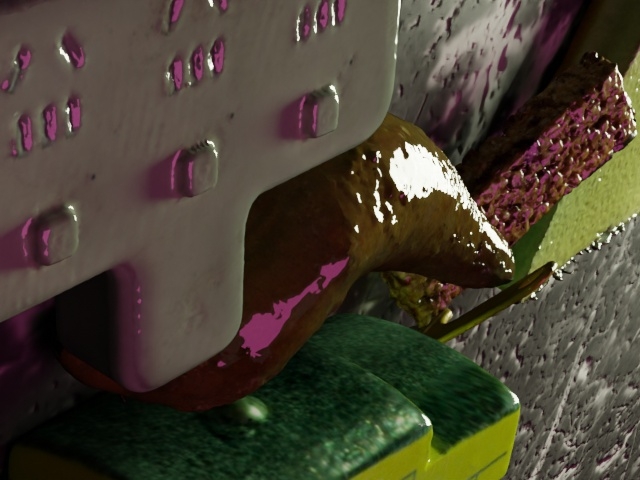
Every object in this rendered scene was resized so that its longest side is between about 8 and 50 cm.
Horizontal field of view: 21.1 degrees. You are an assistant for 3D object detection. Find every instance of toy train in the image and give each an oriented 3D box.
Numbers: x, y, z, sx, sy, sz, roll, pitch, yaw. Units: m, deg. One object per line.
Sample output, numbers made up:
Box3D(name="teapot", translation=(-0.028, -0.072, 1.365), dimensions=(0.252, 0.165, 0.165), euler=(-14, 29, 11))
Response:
Box3D(name="toy train", translation=(-0.059, 0.199, 0.874), dimensions=(0.442, 0.179, 0.272), euler=(-26, 131, -49))

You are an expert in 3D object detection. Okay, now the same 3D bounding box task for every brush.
Box3D(name="brush", translation=(0.078, 0.051, 1.015), dimensions=(0.083, 0.011, 0.205), euler=(-42, -176, -35))

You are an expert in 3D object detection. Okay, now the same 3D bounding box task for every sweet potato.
Box3D(name="sweet potato", translation=(-0.001, -0.002, 0.848), dimensions=(0.310, 0.098, 0.124), euler=(-21, 128, -47))

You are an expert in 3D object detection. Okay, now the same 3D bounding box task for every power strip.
Box3D(name="power strip", translation=(-0.067, -0.035, 0.683), dimensions=(0.265, 0.059, 0.193), euler=(-28, 132, -42))

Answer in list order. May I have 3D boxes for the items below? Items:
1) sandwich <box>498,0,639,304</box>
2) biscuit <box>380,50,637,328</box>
Box3D(name="sandwich", translation=(0.193, -0.099, 1.155), dimensions=(0.245, 0.063, 0.212), euler=(-32, 139, -46))
Box3D(name="biscuit", translation=(0.115, -0.034, 1.051), dimensions=(0.199, 0.034, 0.064), euler=(-42, 130, -14))
